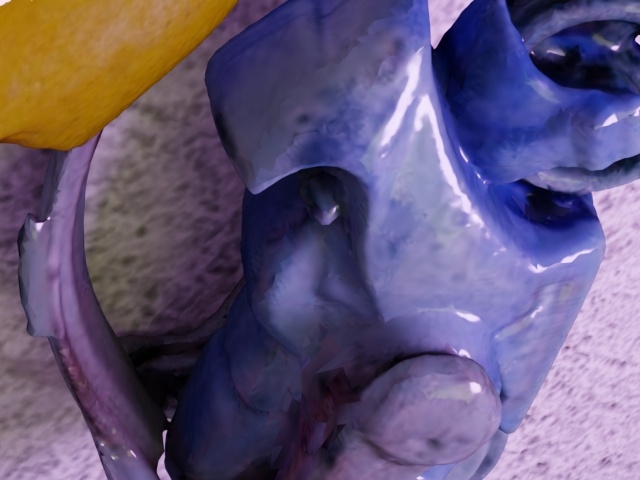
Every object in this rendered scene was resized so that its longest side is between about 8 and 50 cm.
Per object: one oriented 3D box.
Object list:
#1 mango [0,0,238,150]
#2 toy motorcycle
[{"bbox_3d":[-0.127,-0.079,0.527,0.262,0.130,0.167,-32,145,-17],"label":"mango"},{"bbox_3d":[0.006,0.016,0.695,0.241,0.182,0.319,-8,136,-35],"label":"toy motorcycle"}]
